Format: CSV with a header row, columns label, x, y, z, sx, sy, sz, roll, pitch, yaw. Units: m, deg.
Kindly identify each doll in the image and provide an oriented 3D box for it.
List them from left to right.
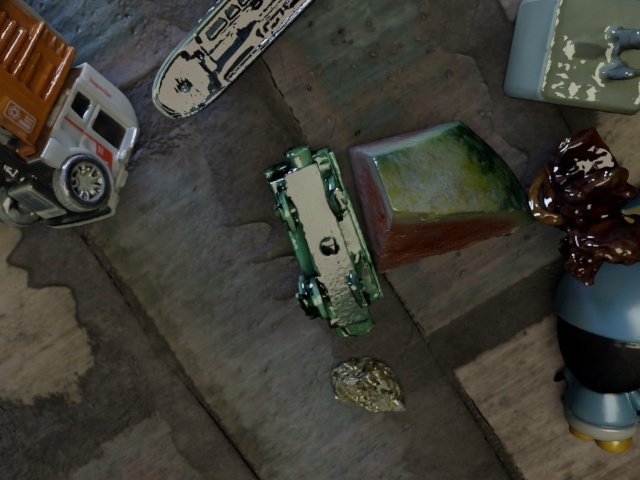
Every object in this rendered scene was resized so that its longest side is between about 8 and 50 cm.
label,x,y,z,sx,sy,sz,roll,pitch,yaw
doll,0.412,0.145,1.146,0.141,0.177,0.314,-19,118,-39

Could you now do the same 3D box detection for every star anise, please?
label,x,y,z,sx,sy,sz,roll,pitch,yaw
star anise,0.339,-0.039,1.050,0.126,0.220,0.190,-21,86,4

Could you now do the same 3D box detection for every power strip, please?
label,x,y,z,sx,sy,sz,roll,pitch,yaw
power strip,0.335,-0.236,1.023,0.140,0.224,0.139,9,102,-4

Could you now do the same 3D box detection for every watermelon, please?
label,x,y,z,sx,sy,sz,roll,pitch,yaw
watermelon,0.150,-0.049,1.084,0.310,0.232,0.193,-22,103,-42

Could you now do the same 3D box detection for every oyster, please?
label,x,y,z,sx,sy,sz,roll,pitch,yaw
oyster,0.069,0.222,1.202,0.100,0.037,0.098,-17,102,1

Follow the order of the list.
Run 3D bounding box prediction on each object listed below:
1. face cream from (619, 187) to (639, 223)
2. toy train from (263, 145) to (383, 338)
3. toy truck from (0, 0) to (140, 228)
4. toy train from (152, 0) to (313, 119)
label,x,y,z,sx,sy,sz,roll,pitch,yaw
face cream,0.524,0.038,1.170,0.139,0.067,0.285,-17,103,3
toy train,0.000,0.000,1.093,0.115,0.154,0.269,-21,103,1
toy truck,-0.394,-0.185,0.957,0.173,0.207,0.387,-9,143,38
toy train,-0.065,-0.314,1.057,0.407,0.088,0.086,-44,99,7
